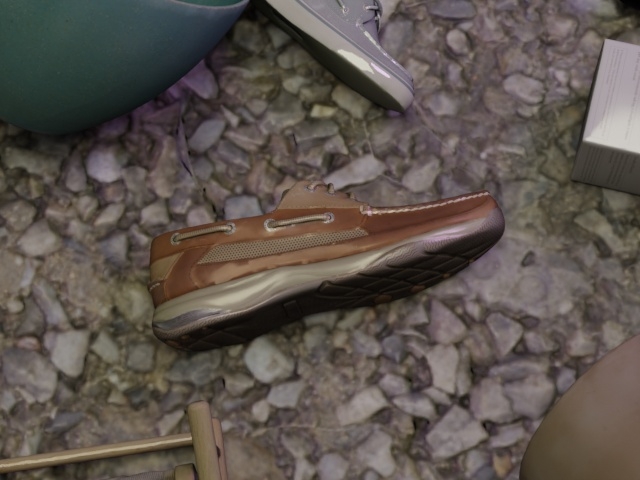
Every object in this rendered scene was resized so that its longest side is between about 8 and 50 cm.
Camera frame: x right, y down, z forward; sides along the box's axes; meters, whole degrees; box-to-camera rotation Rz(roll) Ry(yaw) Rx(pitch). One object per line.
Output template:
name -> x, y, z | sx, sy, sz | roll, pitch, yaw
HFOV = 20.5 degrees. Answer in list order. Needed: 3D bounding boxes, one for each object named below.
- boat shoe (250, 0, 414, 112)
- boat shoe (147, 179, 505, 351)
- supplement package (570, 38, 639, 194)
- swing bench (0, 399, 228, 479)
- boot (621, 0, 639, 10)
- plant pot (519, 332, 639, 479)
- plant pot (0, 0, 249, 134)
boat shoe -> 0.013, -0.212, 1.635 | 0.227, 0.079, 0.081 | 42, 83, 16
boat shoe -> 0.000, 0.000, 1.555 | 0.324, 0.123, 0.116 | -15, 72, -4
supplement package -> 0.325, -0.097, 1.578 | 0.179, 0.105, 0.105 | 14, 73, 6
swing bench -> -0.193, 0.282, 1.459 | 0.253, 0.165, 0.255 | -8, 79, -1
boot -> 0.434, -0.313, 1.590 | 0.338, 0.118, 0.223 | -8, 70, 39
plant pot -> 0.321, 0.225, 1.405 | 0.323, 0.323, 0.280 | -39, 60, -9
plant pot -> -0.232, -0.211, 1.568 | 0.290, 0.290, 0.195 | 38, 115, 12
